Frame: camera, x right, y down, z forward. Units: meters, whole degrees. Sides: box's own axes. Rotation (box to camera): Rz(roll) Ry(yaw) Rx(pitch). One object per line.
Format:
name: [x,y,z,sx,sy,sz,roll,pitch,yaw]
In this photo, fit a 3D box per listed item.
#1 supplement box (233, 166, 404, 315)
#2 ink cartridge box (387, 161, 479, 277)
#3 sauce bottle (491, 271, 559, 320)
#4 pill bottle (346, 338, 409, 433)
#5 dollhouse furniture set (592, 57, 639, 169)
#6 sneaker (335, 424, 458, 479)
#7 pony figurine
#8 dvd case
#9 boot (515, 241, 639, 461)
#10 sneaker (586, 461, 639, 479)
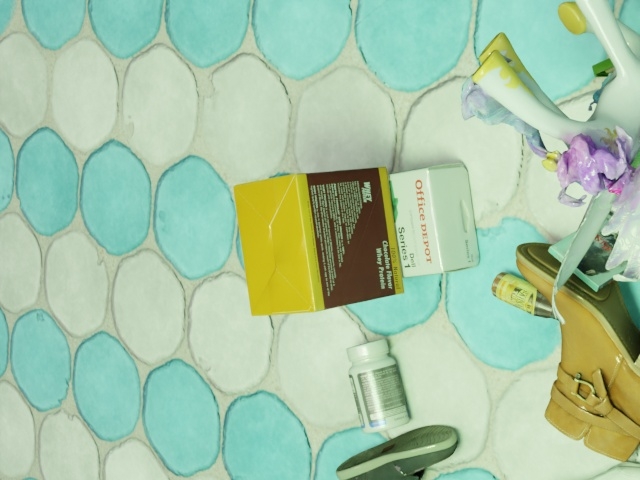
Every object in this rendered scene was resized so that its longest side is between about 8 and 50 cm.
supplement box: [0.000,0.000,1.719,0.129,0.194,0.191,-7,91,44]
ink cartridge box: [0.117,-0.023,1.806,0.219,0.093,0.160,-9,90,44]
sauce bottle: [0.301,0.084,1.686,0.128,0.042,0.042,24,112,39]
pill bottle: [0.088,0.227,1.879,0.078,0.078,0.137,-17,84,43]
dollhouse furniture set: [0.402,-0.164,1.535,0.059,0.076,0.151,-20,81,43]
sneaker: [0.140,0.369,1.865,0.222,0.083,0.118,-26,97,35]
pony figurine: [0.340,-0.112,1.388,0.363,0.351,0.303,40,164,-5]
dvd case: [0.369,0.012,1.564,0.087,0.119,0.013,44,145,30]
boot: [0.349,0.148,1.603,0.283,0.109,0.220,32,126,16]
sneaker: [0.357,0.368,1.624,0.232,0.115,0.090,-30,76,41]
